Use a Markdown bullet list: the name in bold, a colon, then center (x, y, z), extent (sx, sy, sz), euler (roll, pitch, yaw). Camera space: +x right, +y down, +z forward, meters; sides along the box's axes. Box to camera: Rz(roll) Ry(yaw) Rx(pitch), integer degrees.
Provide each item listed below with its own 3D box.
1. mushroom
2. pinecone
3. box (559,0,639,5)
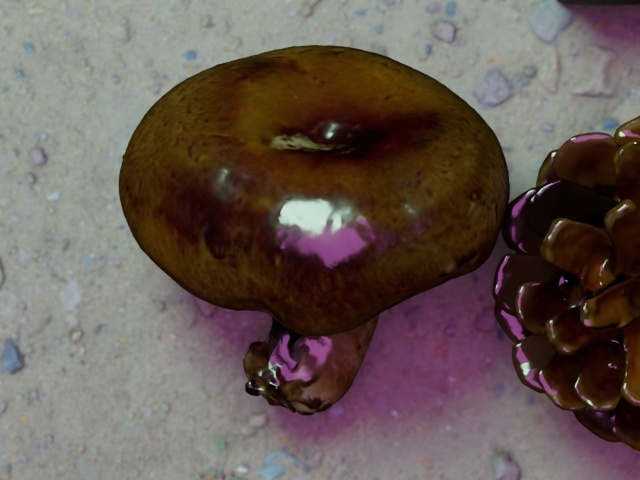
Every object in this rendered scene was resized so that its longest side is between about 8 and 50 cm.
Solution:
- **mushroom**: center (-0.012, -0.031, 1.090), extent (0.267, 0.254, 0.267), euler (9, 61, -17)
- **pinecone**: center (0.243, 0.025, 1.034), extent (0.264, 0.264, 0.264), euler (0, 88, 4)
- **box**: center (0.234, -0.279, 1.101), extent (0.148, 0.129, 0.210), euler (0, 88, 4)
